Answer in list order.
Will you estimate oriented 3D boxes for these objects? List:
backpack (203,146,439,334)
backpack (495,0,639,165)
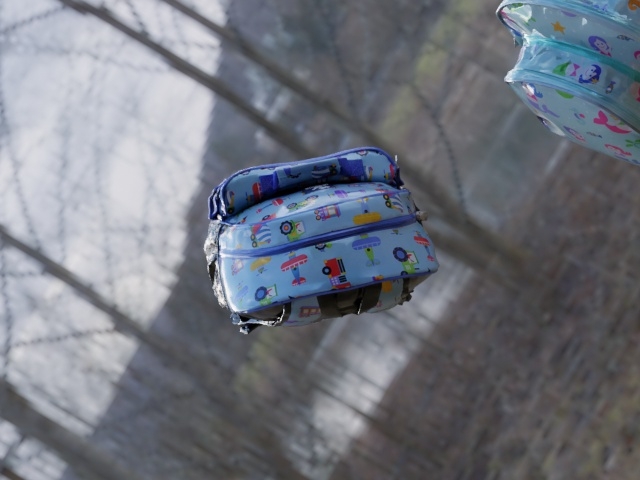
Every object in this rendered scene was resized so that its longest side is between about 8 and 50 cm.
[{"bbox_3d":[0.000,0.000,1.171,0.173,0.158,0.117,176,83,-84],"label":"backpack"},{"bbox_3d":[0.291,-0.191,1.654,0.191,0.225,0.253,-57,-37,-11],"label":"backpack"}]
